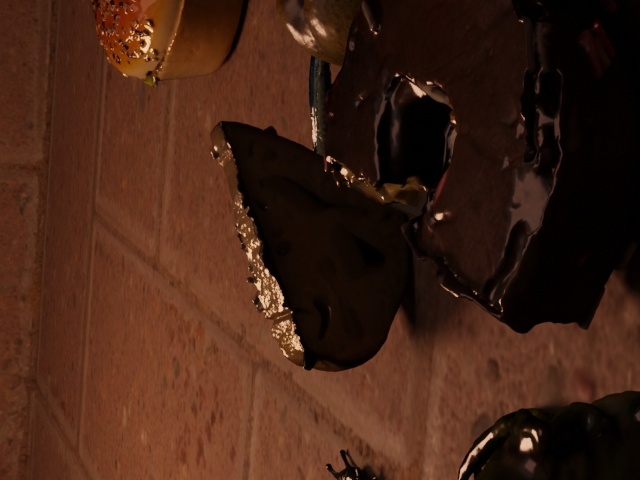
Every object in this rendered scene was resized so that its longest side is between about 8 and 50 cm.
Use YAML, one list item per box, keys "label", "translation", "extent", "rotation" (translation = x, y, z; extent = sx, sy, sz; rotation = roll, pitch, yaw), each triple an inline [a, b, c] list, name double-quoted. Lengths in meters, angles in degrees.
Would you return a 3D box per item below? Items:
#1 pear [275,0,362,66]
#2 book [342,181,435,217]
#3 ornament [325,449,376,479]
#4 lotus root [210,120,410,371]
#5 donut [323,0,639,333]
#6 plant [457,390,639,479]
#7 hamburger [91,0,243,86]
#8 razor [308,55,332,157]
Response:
- label: "pear"
  translation: [0.038, -0.243, 1.374]
  extent: [0.167, 0.136, 0.167]
  rotation: [-177, 90, -69]
- label: "book"
  translation: [0.092, -0.116, 1.297]
  extent: [0.138, 0.016, 0.199]
  rotation: [27, 120, 29]
- label: "ornament"
  translation: [0.034, 0.267, 1.506]
  extent: [0.125, 0.028, 0.073]
  rotation: [-163, 76, -70]
- label: "lotus root"
  translation: [0.000, 0.000, 1.420]
  extent: [0.074, 0.170, 0.261]
  rotation: [137, 121, -70]
- label: "donut"
  translation: [0.128, -0.106, 1.120]
  extent: [0.345, 0.136, 0.259]
  rotation: [39, 120, 56]
- label: "plant"
  translation: [0.142, 0.167, 1.057]
  extent: [0.333, 0.180, 0.251]
  rotation: [-121, 48, -60]
- label: "hamburger"
  translation: [-0.217, -0.355, 1.992]
  extent: [0.300, 0.176, 0.300]
  rotation: [-177, 90, -68]
- label: "razor"
  translation: [0.010, -0.159, 1.560]
  extent: [0.093, 0.056, 0.324]
  rotation: [-132, 47, -58]
